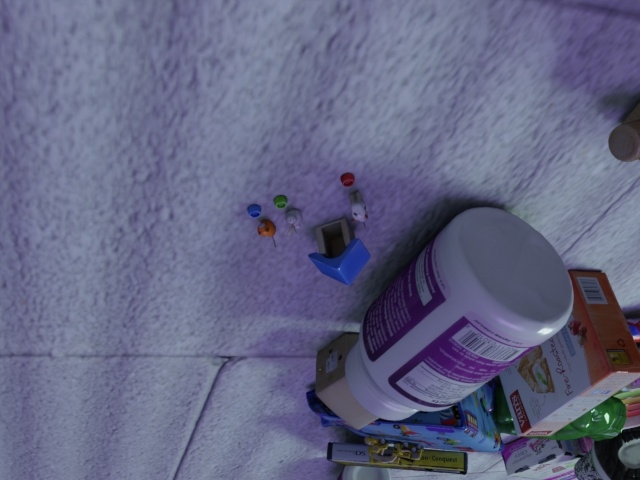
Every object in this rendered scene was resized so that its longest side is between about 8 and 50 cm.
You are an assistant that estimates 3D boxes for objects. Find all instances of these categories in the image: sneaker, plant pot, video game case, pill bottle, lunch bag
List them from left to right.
[{"bbox_3d":[0.051,0.201,1.032,0.096,0.109,0.109,28,132,-25],"label":"plant pot"},{"bbox_3d":[0.086,0.561,1.551,0.108,0.108,0.194,-1,145,-12],"label":"pill bottle"},{"bbox_3d":[0.133,0.293,1.177,0.293,0.138,0.221,-15,149,24],"label":"lunch bag"},{"bbox_3d":[0.157,0.423,1.336,0.248,0.035,0.275,1,160,12],"label":"video game case"},{"bbox_3d":[0.151,0.108,0.858,0.169,0.169,0.301,9,142,-25],"label":"pill bottle"},{"bbox_3d":[0.730,0.460,1.534,0.410,0.158,0.182,-2,154,-21],"label":"sneaker"}]

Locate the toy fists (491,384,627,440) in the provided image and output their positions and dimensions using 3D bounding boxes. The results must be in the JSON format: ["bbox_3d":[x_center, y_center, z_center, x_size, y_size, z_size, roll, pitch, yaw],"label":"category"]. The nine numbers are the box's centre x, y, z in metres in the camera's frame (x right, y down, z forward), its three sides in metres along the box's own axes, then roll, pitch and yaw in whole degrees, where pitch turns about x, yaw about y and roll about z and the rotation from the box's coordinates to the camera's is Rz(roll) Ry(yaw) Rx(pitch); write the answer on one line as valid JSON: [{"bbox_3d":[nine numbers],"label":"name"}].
[{"bbox_3d":[0.383,0.302,1.212,0.142,0.096,0.279,23,158,-19],"label":"toy fists"}]

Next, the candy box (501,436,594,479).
[{"bbox_3d":[0.558,0.503,1.621,0.233,0.071,0.159,20,136,-37],"label":"candy box"}]

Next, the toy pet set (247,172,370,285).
[{"bbox_3d":[0.000,0.000,0.753,0.122,0.065,0.114,-18,145,13],"label":"toy pet set"}]

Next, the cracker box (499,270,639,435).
[{"bbox_3d":[0.348,0.171,1.008,0.067,0.156,0.232,3,143,-19],"label":"cracker box"}]

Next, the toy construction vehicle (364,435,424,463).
[{"bbox_3d":[0.124,0.355,1.157,0.098,0.035,0.086,5,159,14],"label":"toy construction vehicle"}]

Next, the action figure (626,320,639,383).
[{"bbox_3d":[0.537,0.168,1.078,0.280,0.139,0.091,-6,145,-2],"label":"action figure"}]

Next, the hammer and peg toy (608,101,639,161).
[{"bbox_3d":[0.427,-0.052,0.539,0.127,0.361,0.266,-17,150,-26],"label":"hammer and peg toy"}]

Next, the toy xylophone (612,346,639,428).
[{"bbox_3d":[0.561,0.272,1.265,0.236,0.081,0.322,-20,148,17],"label":"toy xylophone"}]
